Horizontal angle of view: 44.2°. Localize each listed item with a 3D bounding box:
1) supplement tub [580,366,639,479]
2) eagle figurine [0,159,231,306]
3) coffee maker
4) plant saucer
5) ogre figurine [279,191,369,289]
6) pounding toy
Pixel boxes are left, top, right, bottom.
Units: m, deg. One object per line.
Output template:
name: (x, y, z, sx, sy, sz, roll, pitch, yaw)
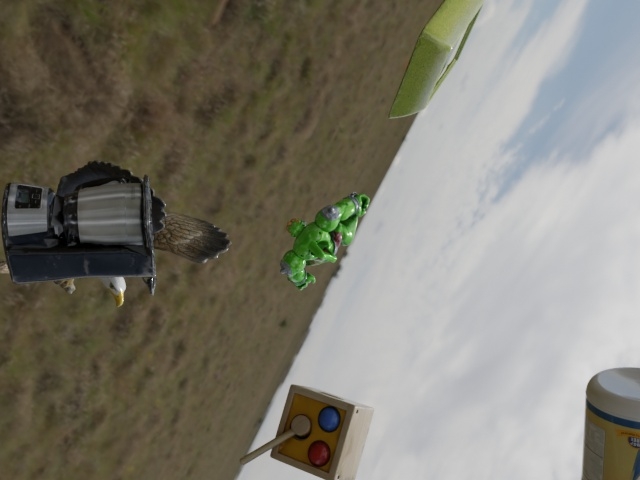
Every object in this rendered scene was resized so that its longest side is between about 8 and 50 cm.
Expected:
supplement tub: (0.422, 0.283, 1.044, 0.144, 0.144, 0.200, -61, 150, -76)
eagle figurine: (-0.318, -0.011, 1.211, 0.298, 0.225, 0.226, -28, -164, 16)
coffee maker: (-0.302, 0.005, 0.999, 0.120, 0.178, 0.171, -117, -154, -66)
plant saucer: (0.182, -0.287, 1.179, 0.188, 0.045, 0.188, -55, 171, -31)
ogre figurine: (0.000, 0.000, 1.323, 0.197, 0.097, 0.118, -32, 166, 18)
pounding toy: (-0.019, 0.283, 1.142, 0.100, 0.141, 0.130, 27, 77, -59)
